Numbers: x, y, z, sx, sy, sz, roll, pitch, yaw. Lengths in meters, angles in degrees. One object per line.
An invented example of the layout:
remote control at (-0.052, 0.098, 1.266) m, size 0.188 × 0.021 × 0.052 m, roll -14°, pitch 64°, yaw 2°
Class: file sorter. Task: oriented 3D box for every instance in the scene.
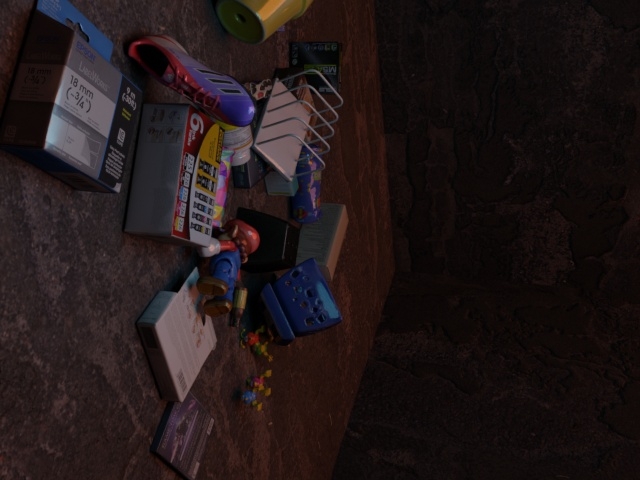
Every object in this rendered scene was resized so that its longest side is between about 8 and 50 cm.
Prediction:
file sorter at (-0.063, -0.361, 2.096) m, size 0.193 × 0.173 × 0.278 m, roll 42°, pitch 52°, yaw -40°

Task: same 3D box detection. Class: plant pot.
plant pot at (-0.167, 0.007, 2.161) m, size 0.187 × 0.166 × 0.188 m, roll 35°, pitch 60°, yaw -70°
plant pot at (-0.083, 0.220, 2.260) m, size 0.236 × 0.212 × 0.236 m, roll 63°, pitch -16°, yaw 9°
plant pot at (-0.166, -0.693, 1.890) m, size 0.239 × 0.253 × 0.254 m, roll -59°, pitch 153°, yaw -23°

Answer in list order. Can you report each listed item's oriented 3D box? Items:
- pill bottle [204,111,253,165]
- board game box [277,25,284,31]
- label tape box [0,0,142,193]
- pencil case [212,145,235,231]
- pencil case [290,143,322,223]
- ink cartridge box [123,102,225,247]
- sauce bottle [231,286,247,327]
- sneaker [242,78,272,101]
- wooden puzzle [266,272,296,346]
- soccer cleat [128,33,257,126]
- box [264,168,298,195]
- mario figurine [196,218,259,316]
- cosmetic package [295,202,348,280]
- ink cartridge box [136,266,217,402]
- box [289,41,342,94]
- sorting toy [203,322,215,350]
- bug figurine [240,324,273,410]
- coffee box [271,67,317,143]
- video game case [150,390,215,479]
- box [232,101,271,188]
pill bottle at (-0.255, -0.320, 1.875) m, size 0.117 × 0.117 × 0.215 m, roll -64°, pitch 153°, yaw -49°
board game box at (-0.146, -0.751, 2.267) m, size 0.090 × 0.020 × 0.090 m, roll -41°, pitch 132°, yaw -65°
label tape box at (-0.453, -0.286, 1.280) m, size 0.240 × 0.105 × 0.334 m, roll 43°, pitch 54°, yaw -69°
pencil case at (-0.293, -0.141, 1.809) m, size 0.104 × 0.104 × 0.237 m, roll 20°, pitch 78°, yaw -72°
pencil case at (-0.049, -0.216, 2.546) m, size 0.133 × 0.119 × 0.306 m, roll -19°, pitch 115°, yaw -45°
ink cartridge box at (-0.334, -0.147, 1.652) m, size 0.272 × 0.130 × 0.310 m, roll 26°, pitch 69°, yaw -72°
sauce bottle at (-0.260, 0.211, 2.130) m, size 0.042 × 0.042 × 0.128 m, roll 36°, pitch 63°, yaw -70°
sneaker at (-0.219, -0.451, 2.053) m, size 0.170 × 0.071 × 0.068 m, roll -29°, pitch 121°, yaw -50°
wooden puzzle at (-0.149, 0.260, 2.501) m, size 0.221 × 0.044 × 0.239 m, roll 49°, pitch 44°, yaw -66°
soccer cleat at (-0.287, -0.351, 1.503) m, size 0.109 × 0.318 × 0.116 m, roll -57°, pitch 171°, yaw 26°
box at (-0.145, -0.266, 2.268) m, size 0.060 × 0.100 × 0.244 m, roll -67°, pitch 155°, yaw -48°
mario figurine at (-0.285, 0.061, 1.873) m, size 0.198 × 0.170 × 0.321 m, roll -53°, pitch -165°, yaw 35°
cosmetic package at (0.000, 0.000, 2.701) m, size 0.113 × 0.160 × 0.310 m, roll 72°, pitch 30°, yaw -52°
ink cartridge box at (-0.369, 0.242, 1.765) m, size 0.239 × 0.060 × 0.275 m, roll -66°, pitch 154°, yaw -52°
box at (-0.018, -0.620, 2.425) m, size 0.045 × 0.190 × 0.184 m, roll -23°, pitch 117°, yaw -73°
sorting toy at (-0.326, 0.261, 1.941) m, size 0.075 × 0.044 × 0.083 m, roll -75°, pitch 160°, yaw -53°
bug figurine at (-0.218, 0.424, 2.266) m, size 0.216 × 0.072 × 0.279 m, roll 39°, pitch 52°, yaw -76°
coffee box at (-0.095, -0.470, 2.370) m, size 0.246 × 0.098 × 0.141 m, roll 66°, pitch 33°, yaw -57°
video game case at (-0.376, 0.539, 1.875) m, size 0.274 × 0.026 × 0.196 m, roll 70°, pitch 30°, yaw -52°
box at (-0.217, -0.298, 2.095) m, size 0.183 × 0.059 × 0.233 m, roll -51°, pitch 141°, yaw -59°
